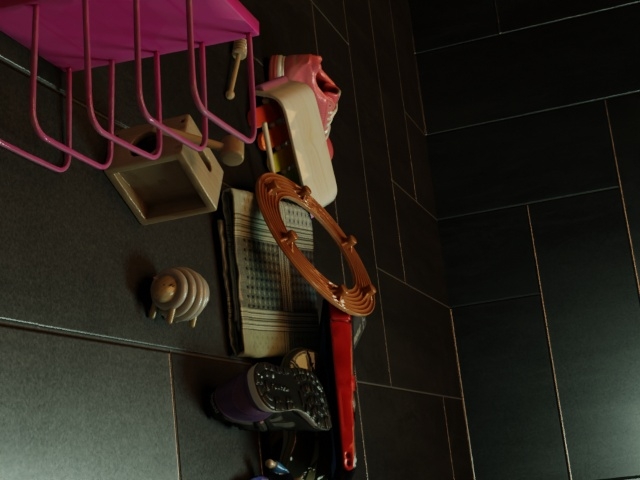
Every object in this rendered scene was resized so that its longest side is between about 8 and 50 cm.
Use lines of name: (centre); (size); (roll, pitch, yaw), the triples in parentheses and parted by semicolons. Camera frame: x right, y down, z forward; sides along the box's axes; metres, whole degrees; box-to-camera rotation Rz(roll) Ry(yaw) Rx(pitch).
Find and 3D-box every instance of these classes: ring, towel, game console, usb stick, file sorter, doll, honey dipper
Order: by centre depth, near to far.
file sorter: (-0.243, -0.201, 1.299); (0.202, 0.290, 0.182); (32, 53, -68)
doll: (-0.082, 0.440, 1.797); (0.189, 0.046, 0.129); (1, 79, -60)
towel: (-0.097, 0.067, 1.977); (0.324, 0.056, 0.312); (14, 70, -63)
ring: (0.000, 0.000, 2.002); (0.336, 0.032, 0.336); (45, 19, -20)
game console: (0.028, 0.317, 2.062); (0.386, 0.060, 0.342); (95, -5, -68)
honey dipper: (-0.166, -0.337, 2.071); (0.030, 0.030, 0.161); (61, 26, -46)
usb stick: (0.062, 0.225, 2.450); (0.278, 0.045, 0.077); (-55, 132, -67)

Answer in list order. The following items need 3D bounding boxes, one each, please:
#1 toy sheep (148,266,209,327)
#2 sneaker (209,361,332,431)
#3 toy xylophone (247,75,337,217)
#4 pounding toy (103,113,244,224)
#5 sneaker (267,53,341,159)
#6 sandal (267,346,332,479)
toy sheep: (-0.211, 0.083, 1.584); (0.132, 0.091, 0.091); (21, 60, -64)
sneaker: (-0.087, 0.277, 1.793); (0.283, 0.124, 0.107); (33, 38, -55)
toy xylophone: (-0.065, -0.181, 2.190); (0.236, 0.081, 0.323); (-21, 105, -54)
pounding toy: (-0.201, -0.131, 1.527); (0.181, 0.206, 0.094); (62, 24, -44)
sneaker: (-0.010, -0.290, 2.367); (0.314, 0.136, 0.116); (63, 24, -43)
sandal: (-0.044, 0.347, 1.931); (0.120, 0.086, 0.303); (4, 87, -42)
